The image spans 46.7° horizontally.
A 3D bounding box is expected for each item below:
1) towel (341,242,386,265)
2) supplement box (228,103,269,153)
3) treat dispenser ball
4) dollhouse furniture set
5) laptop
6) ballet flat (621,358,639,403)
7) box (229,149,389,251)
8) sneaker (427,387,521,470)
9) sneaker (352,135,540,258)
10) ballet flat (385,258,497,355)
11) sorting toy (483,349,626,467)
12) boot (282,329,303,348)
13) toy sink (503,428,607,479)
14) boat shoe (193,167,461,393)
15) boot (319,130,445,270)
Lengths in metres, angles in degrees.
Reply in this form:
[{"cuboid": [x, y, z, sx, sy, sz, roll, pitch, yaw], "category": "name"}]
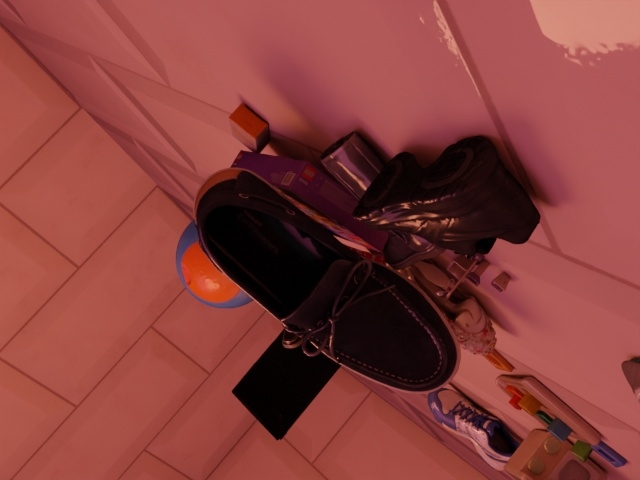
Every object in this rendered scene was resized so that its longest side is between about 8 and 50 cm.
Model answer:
[{"cuboid": [0.000, 0.000, 1.385, 0.274, 0.031, 0.199, 19, 178, -12], "category": "towel"}, {"cuboid": [-0.125, -0.195, 1.314, 0.062, 0.036, 0.098, 39, 170, 5], "category": "supplement box"}, {"cuboid": [-0.268, 0.051, 2.124, 0.288, 0.288, 0.288, 40, 169, 9], "category": "treat dispenser ball"}, {"cuboid": [0.207, 0.069, 1.081, 0.091, 0.081, 0.114, 40, 169, 10], "category": "dollhouse furniture set"}, {"cuboid": [0.017, 0.377, 2.073, 0.407, 0.237, 0.382, 7, -174, -26], "category": "laptop"}, {"cuboid": [0.425, 0.199, 0.870, 0.072, 0.068, 0.213, 47, 168, -26], "category": "ballet flat"}, {"cuboid": [-0.024, -0.075, 1.291, 0.201, 0.057, 0.293, 34, 174, -28], "category": "box"}, {"cuboid": [0.427, 0.492, 2.008, 0.296, 0.112, 0.131, 38, 152, 8], "category": "sneaker"}, {"cuboid": [0.135, -0.033, 0.859, 0.130, 0.109, 0.286, 40, 168, -18], "category": "sneaker"}, {"cuboid": [0.209, 0.102, 1.225, 0.241, 0.091, 0.077, 39, 147, -5], "category": "ballet flat"}, {"cuboid": [0.431, 0.338, 1.455, 0.347, 0.047, 0.196, 41, 169, 4], "category": "sorting toy"}, {"cuboid": [-0.074, 0.163, 2.062, 0.085, 0.236, 0.179, -4, 129, 31], "category": "boot"}, {"cuboid": [0.516, 0.509, 1.620, 0.152, 0.131, 0.234, 39, 174, 11], "category": "toy sink"}, {"cuboid": [0.007, 0.081, 1.137, 0.500, 0.187, 0.156, 39, -167, -8], "category": "boat shoe"}, {"cuboid": [0.078, -0.053, 1.070, 0.208, 0.076, 0.189, 36, 156, -10], "category": "boot"}]
